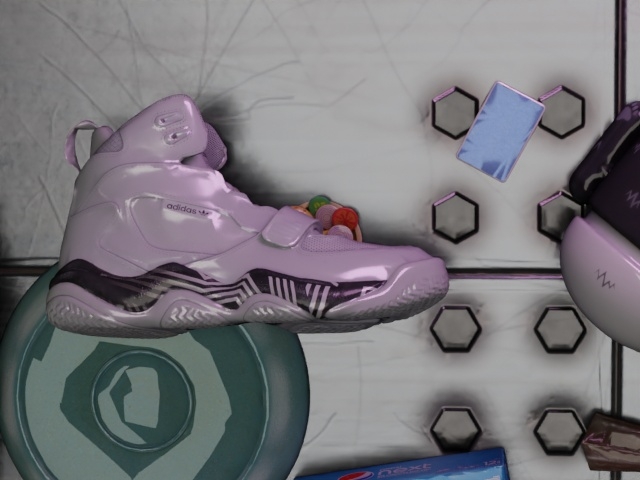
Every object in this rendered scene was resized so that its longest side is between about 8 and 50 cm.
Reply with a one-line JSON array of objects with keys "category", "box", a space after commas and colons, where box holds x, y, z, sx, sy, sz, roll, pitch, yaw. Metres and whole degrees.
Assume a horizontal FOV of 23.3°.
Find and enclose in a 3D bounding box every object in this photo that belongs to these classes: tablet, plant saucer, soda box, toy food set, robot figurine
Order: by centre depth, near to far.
[{"category": "robot figurine", "box": [0.338, -0.026, 1.368, 0.174, 0.209, 0.278, 37, 99, -15]}, {"category": "tablet", "box": [0.169, -0.102, 1.461, 0.054, 0.006, 0.083, 28, 99, 3]}, {"category": "soda box", "box": [0.077, 0.251, 1.475, 0.210, 0.071, 0.067, -9, 96, 8]}, {"category": "toy food set", "box": [0.000, 0.000, 1.484, 0.083, 0.020, 0.083, -17, 93, 8]}, {"category": "plant saucer", "box": [-0.170, 0.153, 1.510, 0.318, 0.044, 0.317, 1, 96, 6]}]

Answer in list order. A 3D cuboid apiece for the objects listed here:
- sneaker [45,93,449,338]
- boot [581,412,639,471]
[{"category": "sneaker", "box": [-0.069, -0.022, 1.410, 0.366, 0.137, 0.210, -2, 81, 6]}, {"category": "boot", "box": [0.299, 0.221, 1.463, 0.114, 0.037, 0.106, 7, 84, 3]}]
